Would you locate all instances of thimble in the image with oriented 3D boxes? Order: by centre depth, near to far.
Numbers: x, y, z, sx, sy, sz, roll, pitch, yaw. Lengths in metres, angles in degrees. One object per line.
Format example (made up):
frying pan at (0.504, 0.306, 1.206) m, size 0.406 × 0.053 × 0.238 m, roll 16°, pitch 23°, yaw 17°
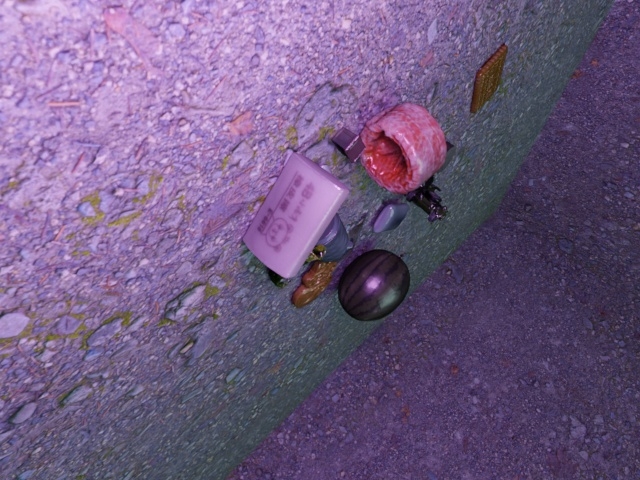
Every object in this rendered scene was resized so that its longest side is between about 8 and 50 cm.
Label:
thimble at (0.231, -0.265, 1.228) m, size 0.162 × 0.239 × 0.239 m, roll -35°, pitch 153°, yaw -26°

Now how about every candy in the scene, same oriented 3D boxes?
candy at (0.294, -0.097, 1.797) m, size 0.174 × 0.071 × 0.138 m, roll -10°, pitch 136°, yaw -54°

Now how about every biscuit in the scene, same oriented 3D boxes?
biscuit at (-0.015, 0.162, 1.665) m, size 0.202 × 0.044 × 0.288 m, roll -23°, pitch 152°, yaw -44°
biscuit at (0.665, -0.631, 1.696) m, size 0.172 × 0.029 × 0.254 m, roll -46°, pitch 156°, yaw -6°

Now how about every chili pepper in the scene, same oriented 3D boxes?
chili pepper at (-0.084, 0.078, 1.281) m, size 0.085 × 0.076 × 0.359 m, roll -23°, pitch 173°, yaw -27°

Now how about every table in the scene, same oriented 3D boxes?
table at (0.525, -0.357, 1.846) m, size 0.133 × 0.043 × 0.133 m, roll -39°, pitch 155°, yaw -22°

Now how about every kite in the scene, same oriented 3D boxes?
kite at (0.081, 0.023, 1.679) m, size 0.335 × 0.011 × 0.314 m, roll -50°, pitch 157°, yaw 0°

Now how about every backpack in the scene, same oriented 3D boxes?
backpack at (0.393, -0.259, 1.687) m, size 0.165 × 0.106 × 0.119 m, roll -34°, pitch 135°, yaw -69°

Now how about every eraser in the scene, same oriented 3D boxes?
eraser at (-0.066, -0.061, 1.077) m, size 0.270 × 0.174 × 0.095 m, roll -56°, pitch 158°, yaw 16°

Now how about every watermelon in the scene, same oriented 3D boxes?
watermelon at (0.240, 0.187, 1.873) m, size 0.359 × 0.279 × 0.279 m, roll -48°, pitch 157°, yaw -12°

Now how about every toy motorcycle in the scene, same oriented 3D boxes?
toy motorcycle at (0.469, -0.168, 1.835) m, size 0.127 × 0.205 × 0.275 m, roll -51°, pitch 160°, yaw 18°

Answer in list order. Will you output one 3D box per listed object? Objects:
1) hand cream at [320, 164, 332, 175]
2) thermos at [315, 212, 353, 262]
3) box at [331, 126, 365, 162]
hand cream at (-0.053, -0.103, 1.203) m, size 0.255 × 0.048 × 0.079 m, roll -52°, pitch 162°, yaw -1°
thermos at (0.000, 0.000, 1.349) m, size 0.182 × 0.144 × 0.286 m, roll -17°, pitch 158°, yaw 6°
box at (0.076, -0.262, 1.166) m, size 0.060 × 0.063 × 0.085 m, roll -49°, pitch 158°, yaw 3°
